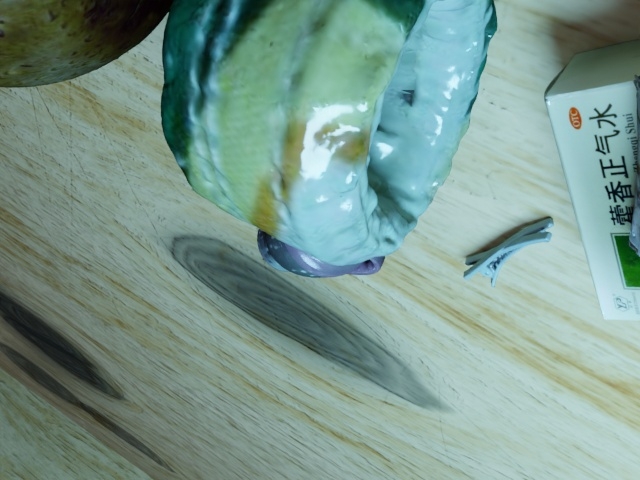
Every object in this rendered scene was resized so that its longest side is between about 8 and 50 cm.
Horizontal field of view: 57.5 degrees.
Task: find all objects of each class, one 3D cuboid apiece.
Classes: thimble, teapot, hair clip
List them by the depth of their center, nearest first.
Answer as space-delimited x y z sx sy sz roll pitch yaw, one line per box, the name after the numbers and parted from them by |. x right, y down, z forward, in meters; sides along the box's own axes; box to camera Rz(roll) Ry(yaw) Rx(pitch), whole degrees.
0.017 -0.117 0.460 0.167 0.254 0.288 26 165 22 | thimble
0.200 0.015 0.607 0.039 0.030 0.115 27 145 -14 | hair clip
-0.003 -0.010 0.704 0.146 0.148 0.116 -17 78 58 | teapot

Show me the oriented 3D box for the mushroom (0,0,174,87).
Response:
-0.208 -0.259 0.448 0.239 0.345 0.345 25 138 16 | mushroom

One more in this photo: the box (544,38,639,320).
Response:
0.282 -0.045 0.435 0.168 0.095 0.212 -2 124 43 | box

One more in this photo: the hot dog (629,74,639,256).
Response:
0.245 -0.034 0.354 0.108 0.059 0.191 21 142 44 | hot dog
